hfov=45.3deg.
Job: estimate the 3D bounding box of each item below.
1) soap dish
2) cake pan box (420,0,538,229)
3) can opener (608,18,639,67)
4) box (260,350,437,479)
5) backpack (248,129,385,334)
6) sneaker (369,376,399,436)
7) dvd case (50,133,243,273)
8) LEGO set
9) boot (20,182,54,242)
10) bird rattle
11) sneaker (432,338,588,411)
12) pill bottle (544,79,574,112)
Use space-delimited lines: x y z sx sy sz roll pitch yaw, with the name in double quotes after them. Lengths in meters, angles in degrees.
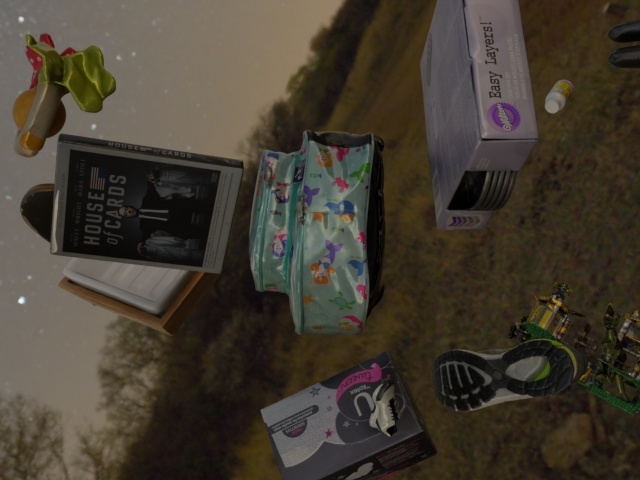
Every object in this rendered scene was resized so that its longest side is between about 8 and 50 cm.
-0.359 0.063 1.586 0.229 0.291 0.118 -56 -33 -30 "soap dish"
0.173 -0.166 0.892 0.246 0.070 0.267 90 178 -68 "cake pan box"
0.328 -0.168 0.612 0.073 0.186 0.059 52 -132 -50 "can opener"
0.048 0.324 1.312 0.142 0.247 0.163 61 -175 -56 "box"
0.000 0.000 1.027 0.225 0.191 0.253 96 170 -70 "backpack"
0.102 0.249 1.150 0.040 0.044 0.109 -31 -42 -33 "sneaker"
-0.238 -0.045 1.045 0.029 0.239 0.179 -105 27 -55 "dvd case"
0.560 0.176 1.501 0.192 0.331 0.255 -56 -28 -18 "LEGO set"
-0.346 -0.044 1.238 0.112 0.305 0.115 -39 55 24 "boot"
-0.440 -0.232 1.208 0.253 0.143 0.207 15 82 55 "bird rattle"
0.322 0.233 1.318 0.300 0.121 0.111 -15 74 45 "sneaker"
0.505 -0.304 1.630 0.083 0.043 0.043 -50 -8 -37 "pill bottle"
